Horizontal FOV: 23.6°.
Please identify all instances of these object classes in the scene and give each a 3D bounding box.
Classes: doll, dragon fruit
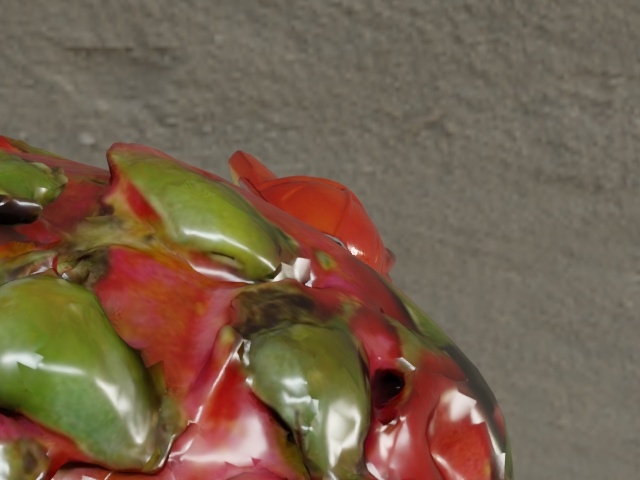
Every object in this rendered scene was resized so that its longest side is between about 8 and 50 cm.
[{"bbox_3d":[0.000,0.000,0.771,0.109,0.057,0.169,34,-176,-10],"label":"doll"},{"bbox_3d":[-0.090,0.079,0.438,0.302,0.231,0.237,26,-173,16],"label":"dragon fruit"}]
